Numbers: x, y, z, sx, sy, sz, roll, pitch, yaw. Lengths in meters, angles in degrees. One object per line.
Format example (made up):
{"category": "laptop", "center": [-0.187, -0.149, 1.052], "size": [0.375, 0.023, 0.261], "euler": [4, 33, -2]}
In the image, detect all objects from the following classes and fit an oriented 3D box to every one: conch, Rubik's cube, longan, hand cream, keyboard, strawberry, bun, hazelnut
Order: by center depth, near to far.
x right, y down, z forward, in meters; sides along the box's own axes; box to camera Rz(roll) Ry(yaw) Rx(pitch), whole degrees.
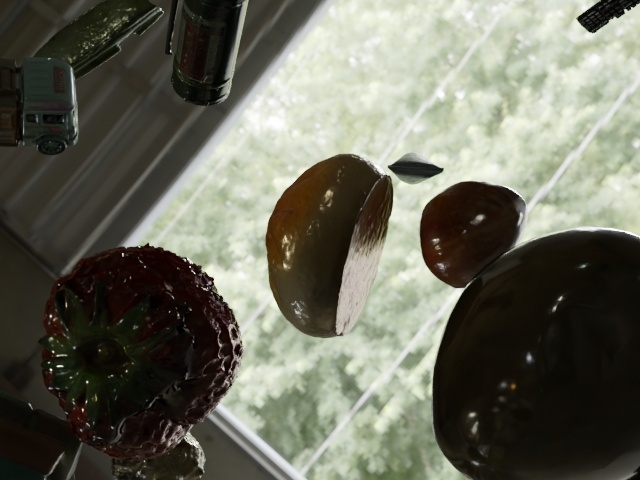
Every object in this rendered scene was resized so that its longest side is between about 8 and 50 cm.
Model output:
{"category": "strawberry", "center": [-0.210, 0.128, 1.359], "size": [0.250, 0.238, 0.288], "euler": [-40, -10, 17]}
{"category": "longan", "center": [0.326, 0.162, 1.448], "size": [0.404, 0.336, 0.404], "euler": [-38, -13, -10]}
{"category": "Rubik's cube", "center": [-0.542, 0.397, 1.684], "size": [0.358, 0.387, 0.368], "euler": [-76, -22, -71]}
{"category": "keyboard", "center": [0.484, -0.383, 1.689], "size": [0.195, 0.018, 0.060], "euler": [-35, -31, 27]}
{"category": "bun", "center": [0.000, 0.000, 1.735], "size": [0.299, 0.164, 0.299], "euler": [18, -90, -75]}
{"category": "hand cream", "center": [0.159, -0.123, 1.889], "size": [0.271, 0.091, 0.058], "euler": [-51, -33, -85]}
{"category": "conch", "center": [-0.294, 0.354, 1.951], "size": [0.163, 0.245, 0.178], "euler": [-26, -58, 13]}
{"category": "hazelnut", "center": [0.271, -0.019, 1.961], "size": [0.214, 0.176, 0.214], "euler": [-41, 21, 20]}

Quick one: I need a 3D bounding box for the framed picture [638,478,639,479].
{"category": "framed picture", "center": [0.544, 0.365, 1.732], "size": [0.028, 0.446, 0.326], "euler": [85, -161, -48]}

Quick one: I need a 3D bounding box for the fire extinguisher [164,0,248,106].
{"category": "fire extinguisher", "center": [-0.152, -0.317, 1.538], "size": [0.093, 0.118, 0.294], "euler": [-51, -12, -36]}

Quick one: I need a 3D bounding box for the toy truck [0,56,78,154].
{"category": "toy truck", "center": [-0.332, -0.149, 1.114], "size": [0.177, 0.080, 0.115], "euler": [-1, -31, -18]}

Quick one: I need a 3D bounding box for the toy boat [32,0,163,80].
{"category": "toy boat", "center": [-0.407, -0.344, 1.922], "size": [0.293, 0.093, 0.055], "euler": [-38, -11, -10]}
